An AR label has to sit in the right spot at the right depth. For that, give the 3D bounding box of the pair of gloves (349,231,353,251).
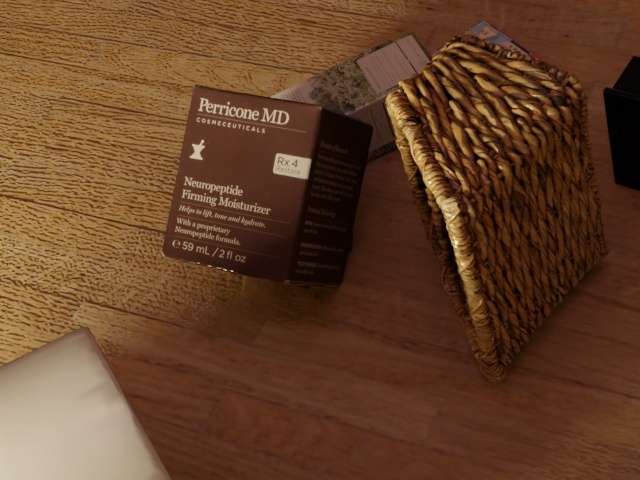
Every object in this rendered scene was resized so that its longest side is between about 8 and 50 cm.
[{"bbox_3d":[0.000,0.000,1.716,0.083,0.010,0.074,-10,50,14],"label":"pair of gloves"}]

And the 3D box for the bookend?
[{"bbox_3d":[0.402,-0.161,1.624,0.072,0.156,0.157,19,58,31],"label":"bookend"}]

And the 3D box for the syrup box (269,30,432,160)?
[{"bbox_3d":[0.041,-0.163,1.783,0.237,0.096,0.093,-26,48,-2],"label":"syrup box"}]

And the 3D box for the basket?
[{"bbox_3d":[0.154,-0.041,1.503,0.213,0.299,0.223,28,64,35],"label":"basket"}]

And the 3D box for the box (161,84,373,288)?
[{"bbox_3d":[-0.060,-0.060,1.622,0.168,0.167,0.203,11,92,23],"label":"box"}]

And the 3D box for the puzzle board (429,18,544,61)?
[{"bbox_3d":[0.220,-0.243,1.851,0.096,0.011,0.128,-35,49,-12],"label":"puzzle board"}]

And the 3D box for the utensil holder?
[{"bbox_3d":[-0.324,0.307,1.355,0.385,0.328,0.327,-28,48,-10],"label":"utensil holder"}]
